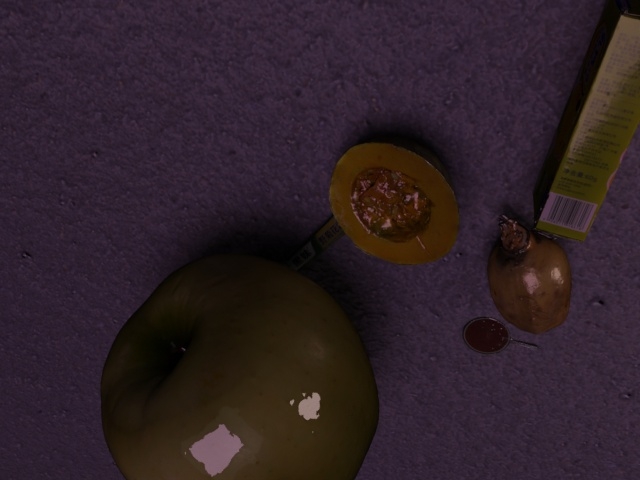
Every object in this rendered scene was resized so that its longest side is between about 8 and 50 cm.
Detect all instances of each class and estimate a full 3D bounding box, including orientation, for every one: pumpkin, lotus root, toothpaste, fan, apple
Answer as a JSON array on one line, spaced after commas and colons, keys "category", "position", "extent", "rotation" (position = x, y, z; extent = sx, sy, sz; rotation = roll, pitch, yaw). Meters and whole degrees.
[{"category": "pumpkin", "position": [0.123, -0.078, 1.079], "extent": [0.217, 0.110, 0.217], "rotation": [16, 134, 17]}, {"category": "lotus root", "position": [0.328, 0.056, 1.094], "extent": [0.125, 0.118, 0.221], "rotation": [-17, 120, 6]}, {"category": "toothpaste", "position": [0.000, 0.000, 1.199], "extent": [0.049, 0.031, 0.204], "rotation": [40, 122, -16]}, {"category": "toothpaste", "position": [0.375, -0.159, 0.942], "extent": [0.077, 0.110, 0.327], "rotation": [16, 125, 7]}, {"category": "fan", "position": [0.321, 0.177, 1.239], "extent": [0.133, 0.005, 0.085], "rotation": [11, 124, 10]}, {"category": "apple", "position": [-0.120, 0.255, 1.153], "extent": [0.474, 0.473, 0.473], "rotation": [7, 124, 11]}]
